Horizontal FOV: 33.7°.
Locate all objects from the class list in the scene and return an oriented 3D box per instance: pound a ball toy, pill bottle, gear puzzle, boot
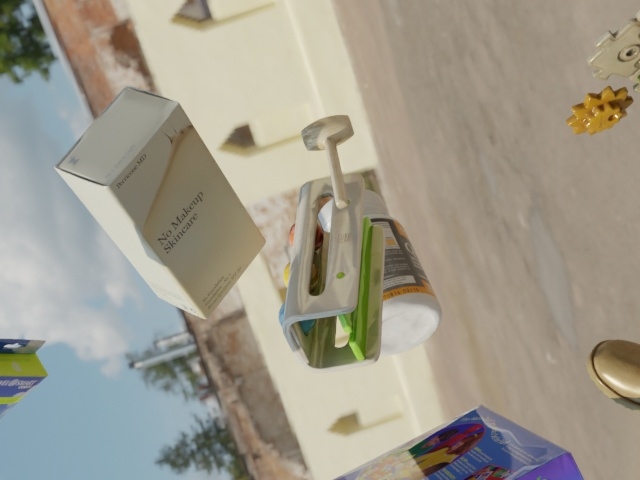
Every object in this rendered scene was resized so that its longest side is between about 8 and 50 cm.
[{"bbox_3d":[0.000,0.000,1.512,0.319,0.135,0.208,-85,-21,-44],"label":"pound a ball toy"},{"bbox_3d":[0.096,0.052,1.881,0.162,0.162,0.279,71,178,-54],"label":"pill bottle"},{"bbox_3d":[0.413,-0.225,1.239,0.339,0.175,0.044,-44,50,39],"label":"gear puzzle"},{"bbox_3d":[0.490,0.152,1.357,0.089,0.236,0.270,-58,-11,-28],"label":"boot"}]

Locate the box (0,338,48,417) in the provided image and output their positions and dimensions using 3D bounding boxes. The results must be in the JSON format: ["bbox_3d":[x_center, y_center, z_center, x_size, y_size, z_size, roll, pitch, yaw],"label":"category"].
[{"bbox_3d":[-0.414,0.189,1.275,0.042,0.178,0.109,53,-165,19],"label":"box"}]

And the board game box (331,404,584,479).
[{"bbox_3d":[0.147,0.299,1.227,0.078,0.233,0.347,64,174,-2],"label":"board game box"}]

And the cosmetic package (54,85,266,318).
[{"bbox_3d":[-0.213,-0.047,1.480,0.113,0.160,0.309,21,155,35],"label":"cosmetic package"}]
